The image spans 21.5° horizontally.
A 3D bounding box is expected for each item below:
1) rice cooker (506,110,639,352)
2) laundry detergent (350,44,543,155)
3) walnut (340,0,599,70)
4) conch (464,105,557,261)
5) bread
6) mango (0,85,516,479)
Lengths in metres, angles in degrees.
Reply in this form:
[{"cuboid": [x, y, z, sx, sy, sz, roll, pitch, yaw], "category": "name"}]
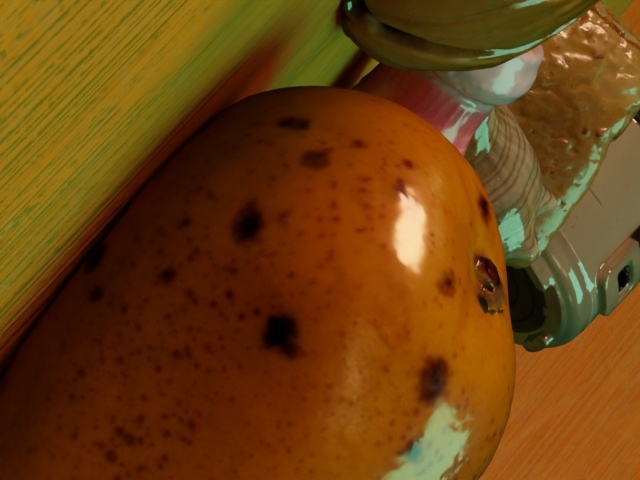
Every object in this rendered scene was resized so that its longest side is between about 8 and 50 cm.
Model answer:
[{"cuboid": [0.208, -0.042, 1.550, 0.227, 0.241, 0.280, -43, 143, -24], "category": "rice cooker"}, {"cuboid": [0.000, 0.000, 0.957, 0.335, 0.088, 0.159, -52, 178, 24], "category": "laundry detergent"}, {"cuboid": [0.107, -0.152, 0.780, 0.211, 0.087, 0.167, -48, 171, -13], "category": "walnut"}, {"cuboid": [0.071, -0.052, 1.059, 0.137, 0.234, 0.114, -10, -155, 16], "category": "conch"}, {"cuboid": [0.138, -0.089, 1.162, 0.196, 0.138, 0.102, -51, -160, 9], "category": "bread"}, {"cuboid": [-0.035, 0.074, 0.709, 0.290, 0.191, 0.160, -45, 167, 2], "category": "mango"}]
